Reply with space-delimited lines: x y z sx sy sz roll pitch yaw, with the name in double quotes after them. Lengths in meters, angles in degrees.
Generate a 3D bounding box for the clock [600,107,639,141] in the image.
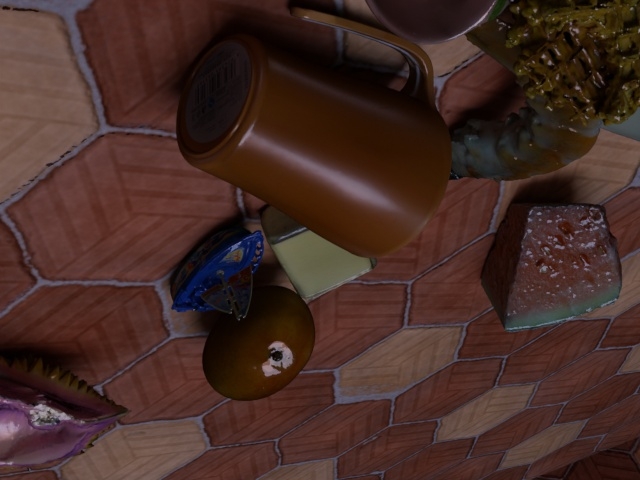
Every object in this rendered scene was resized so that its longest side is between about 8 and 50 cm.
0.448 -0.255 0.990 0.265 0.109 0.324 9 134 -40 "clock"

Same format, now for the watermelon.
0.348 0.008 1.315 0.192 0.140 0.257 -18 139 -1 "watermelon"

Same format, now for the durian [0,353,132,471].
-0.426 0.195 1.076 0.191 0.112 0.341 -33 140 31 "durian"

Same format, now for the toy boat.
-0.113 0.053 1.066 0.091 0.110 0.175 4 137 -42 "toy boat"

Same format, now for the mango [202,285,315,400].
-0.091 0.143 1.162 0.120 0.152 0.221 34 144 -16 "mango"

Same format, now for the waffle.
0.273 -0.210 0.842 0.193 0.070 0.197 15 91 -25 "waffle"

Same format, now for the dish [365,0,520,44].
0.112 -0.280 0.743 0.213 0.090 0.213 -16 145 -12 "dish"

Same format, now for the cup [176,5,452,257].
0.005 -0.116 0.869 0.263 0.182 0.226 20 94 -41 "cup"

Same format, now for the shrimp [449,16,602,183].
0.218 -0.146 0.963 0.185 0.068 0.287 8 156 19 "shrimp"

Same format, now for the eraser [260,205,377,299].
0.000 0.000 1.111 0.117 0.058 0.172 -24 148 1 "eraser"
